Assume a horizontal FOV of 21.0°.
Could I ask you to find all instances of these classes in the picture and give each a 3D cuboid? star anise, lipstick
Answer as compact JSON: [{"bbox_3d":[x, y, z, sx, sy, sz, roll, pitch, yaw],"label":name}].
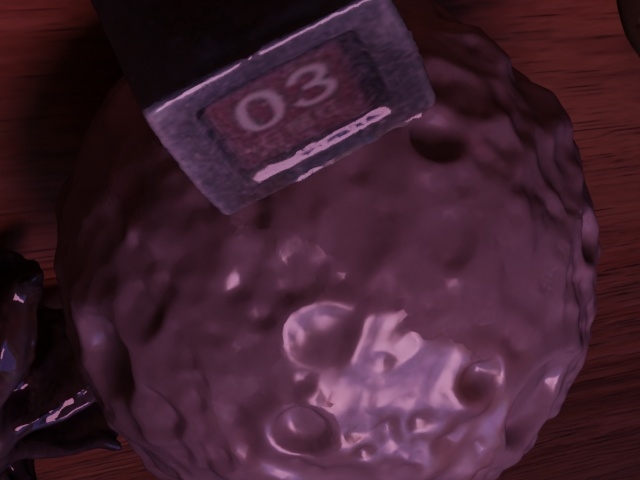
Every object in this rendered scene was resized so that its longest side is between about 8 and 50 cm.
[{"bbox_3d":[-0.277,0.102,1.238,0.316,0.139,0.359,-29,140,-11],"label":"star anise"},{"bbox_3d":[-0.077,-0.186,0.565,0.080,0.371,0.076,-28,154,4],"label":"lipstick"}]

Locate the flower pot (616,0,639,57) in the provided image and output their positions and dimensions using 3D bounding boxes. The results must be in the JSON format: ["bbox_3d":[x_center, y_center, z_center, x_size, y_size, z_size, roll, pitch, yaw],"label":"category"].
[{"bbox_3d":[0.352,-0.149,1.151,0.307,0.307,0.244,-39,138,25],"label":"flower pot"}]

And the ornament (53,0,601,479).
[{"bbox_3d":[0.000,0.000,1.052,0.337,0.337,0.337,-21,154,-11],"label":"ornament"}]
